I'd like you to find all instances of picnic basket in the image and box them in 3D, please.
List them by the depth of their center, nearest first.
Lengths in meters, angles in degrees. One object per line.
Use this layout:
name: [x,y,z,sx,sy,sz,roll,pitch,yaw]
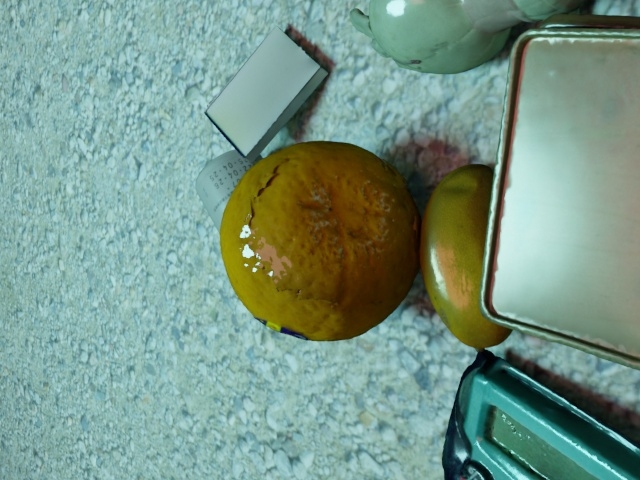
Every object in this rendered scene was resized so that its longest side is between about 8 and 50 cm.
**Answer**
picnic basket: [0.240,-0.043,0.564,0.165,0.139,0.266,15,108,42]

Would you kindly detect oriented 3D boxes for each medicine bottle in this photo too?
medicine bottle: [-0.086,-0.029,0.917,0.105,0.105,0.168,-48,64,39]

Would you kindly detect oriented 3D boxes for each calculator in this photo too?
calculator: [0.210,0.279,0.674,0.248,0.058,0.274,32,121,54]

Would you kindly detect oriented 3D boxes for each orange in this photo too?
orange: [0.002,0.001,0.757,0.219,0.193,0.219,0,88,0]

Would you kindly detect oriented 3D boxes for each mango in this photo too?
mango: [0.149,0.018,0.705,0.075,0.098,0.190,128,134,-84]

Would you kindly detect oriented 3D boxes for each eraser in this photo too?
eraser: [-0.072,-0.188,0.891,0.150,0.023,0.104,-48,61,11]

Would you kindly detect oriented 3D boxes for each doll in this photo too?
doll: [0.136,-0.222,0.636,0.275,0.155,0.113,-21,53,42]
